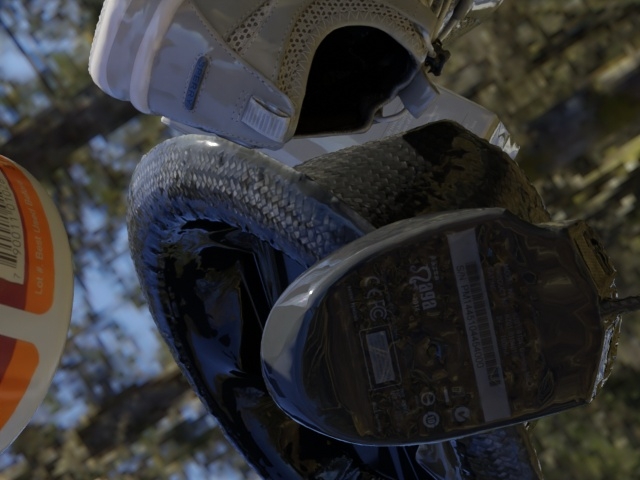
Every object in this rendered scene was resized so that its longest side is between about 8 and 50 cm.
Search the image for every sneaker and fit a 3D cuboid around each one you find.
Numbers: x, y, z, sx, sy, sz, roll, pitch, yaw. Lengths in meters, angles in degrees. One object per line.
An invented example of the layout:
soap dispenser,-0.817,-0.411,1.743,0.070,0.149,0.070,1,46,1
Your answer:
sneaker,0.018,-0.093,0.868,0.115,0.105,0.281,36,-142,23

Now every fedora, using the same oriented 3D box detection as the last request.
fedora,0.042,0.042,0.980,0.334,0.152,0.334,37,153,23

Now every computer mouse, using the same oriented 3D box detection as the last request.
computer mouse,0.100,0.012,0.555,0.041,0.242,0.071,-113,13,-76

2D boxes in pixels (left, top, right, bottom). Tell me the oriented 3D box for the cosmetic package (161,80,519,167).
cosmetic package,0.014,-0.084,1.375,0.238,0.127,0.107,30,180,20

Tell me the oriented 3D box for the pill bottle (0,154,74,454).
pill bottle,-0.193,0.003,0.553,0.221,0.121,0.121,21,-145,-49
